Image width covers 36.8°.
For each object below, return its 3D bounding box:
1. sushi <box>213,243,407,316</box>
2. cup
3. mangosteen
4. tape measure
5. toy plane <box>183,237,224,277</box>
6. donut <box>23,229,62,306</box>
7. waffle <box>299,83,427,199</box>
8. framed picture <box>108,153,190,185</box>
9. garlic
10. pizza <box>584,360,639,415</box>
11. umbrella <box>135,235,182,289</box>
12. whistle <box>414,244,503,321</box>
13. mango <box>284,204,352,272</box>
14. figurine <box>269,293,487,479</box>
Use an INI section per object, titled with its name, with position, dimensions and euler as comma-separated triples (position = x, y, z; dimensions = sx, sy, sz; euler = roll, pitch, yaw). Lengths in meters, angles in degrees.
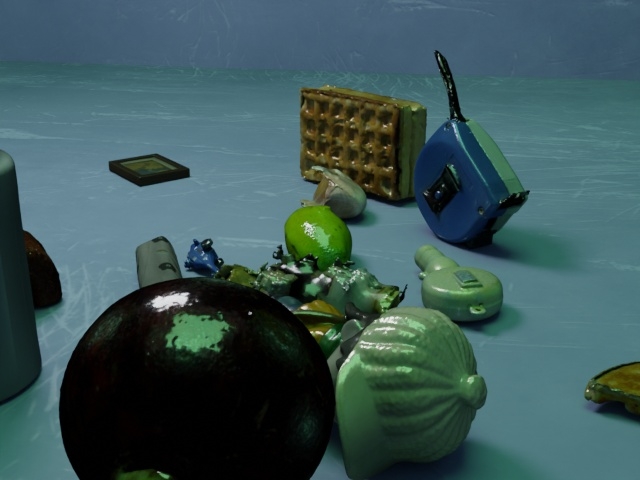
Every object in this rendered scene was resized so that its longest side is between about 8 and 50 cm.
[sushi]
position = -0.021, 0.092, 1.368
dimensions = 0.290, 0.131, 0.139
euler = 13, 21, 13
[cup]
position = -0.530, 0.045, 1.221
dimensions = 0.236, 0.327, 0.322
euler = 16, 28, 40
[mangosteen]
position = -0.123, 0.177, 0.956
dimensions = 0.287, 0.288, 0.288
euler = -1, 20, 0
[tape measure]
position = 0.235, -0.158, 1.778
dimensions = 0.097, 0.215, 0.351
euler = -10, 61, -29
[toy plane]
position = -0.194, 0.039, 1.638
dimensions = 0.062, 0.054, 0.167
euler = -34, 29, -13
[donut]
position = -0.497, 0.059, 1.484
dimensions = 0.085, 0.141, 0.217
euler = 26, 37, 37
[waffle]
position = 0.086, -0.210, 2.058
dimensions = 0.091, 0.213, 0.308
euler = -17, 24, -40
[framed picture]
position = -0.398, -0.166, 2.230
dimensions = 0.127, 0.023, 0.168
euler = -14, 24, -33
[garlic]
position = 0.028, -0.098, 1.934
dimensions = 0.124, 0.099, 0.174
euler = 11, 18, -10
[pizza]
position = 0.445, 0.195, 1.194
dimensions = 0.184, 0.036, 0.176
euler = -12, 24, -32
[umbrella]
position = -0.247, 0.077, 1.499
dimensions = 0.073, 0.067, 0.337
euler = -34, 24, 0
[whistle]
position = 0.208, 0.063, 1.523
dimensions = 0.126, 0.067, 0.258
euler = -4, 18, -11
[mango]
position = 0.000, -0.001, 1.658
dimensions = 0.119, 0.100, 0.178
euler = -3, 28, -14
[figurine]
position = 0.051, 0.140, 1.152
dimensions = 0.204, 0.185, 0.332
euler = -41, 35, -6
